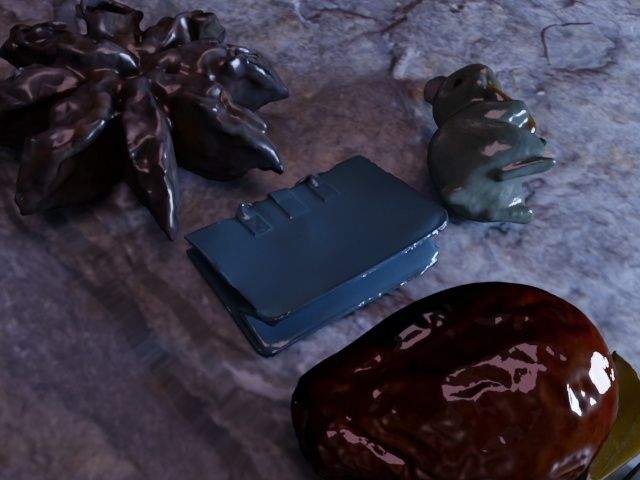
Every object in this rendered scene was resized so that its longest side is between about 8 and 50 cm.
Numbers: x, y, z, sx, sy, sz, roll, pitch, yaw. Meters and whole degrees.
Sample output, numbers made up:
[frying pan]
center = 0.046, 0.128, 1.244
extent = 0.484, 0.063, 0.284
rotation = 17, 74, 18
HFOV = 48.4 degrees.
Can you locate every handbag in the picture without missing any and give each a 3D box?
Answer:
[handbag]
center = 0.000, 0.000, 0.671
extent = 0.221, 0.057, 0.144
rotation = -27, 56, -27

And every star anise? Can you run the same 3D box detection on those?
[star anise]
center = -0.185, -0.141, 0.699
extent = 0.331, 0.118, 0.332
rotation = 3, 51, -3

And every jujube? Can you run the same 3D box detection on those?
[jujube]
center = 0.096, 0.118, 0.535
extent = 0.236, 0.168, 0.168
rotation = -10, 55, -6

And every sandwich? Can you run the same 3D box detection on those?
[sandwich]
center = 0.214, 0.156, 0.582
extent = 0.116, 0.074, 0.074
rotation = -23, 63, -25

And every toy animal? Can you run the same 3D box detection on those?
[toy animal]
center = 0.161, -0.128, 0.766
extent = 0.138, 0.108, 0.236
rotation = -6, 54, -16

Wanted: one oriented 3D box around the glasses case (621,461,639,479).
[glasses case]
center = 0.305, 0.259, 0.545
extent = 0.072, 0.042, 0.190
rotation = -20, 59, -34
